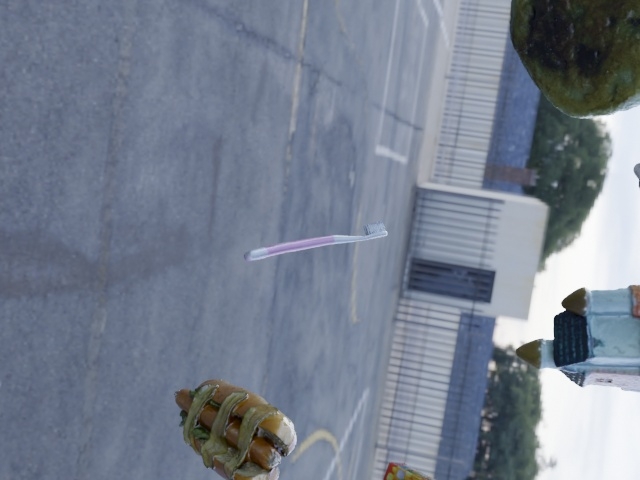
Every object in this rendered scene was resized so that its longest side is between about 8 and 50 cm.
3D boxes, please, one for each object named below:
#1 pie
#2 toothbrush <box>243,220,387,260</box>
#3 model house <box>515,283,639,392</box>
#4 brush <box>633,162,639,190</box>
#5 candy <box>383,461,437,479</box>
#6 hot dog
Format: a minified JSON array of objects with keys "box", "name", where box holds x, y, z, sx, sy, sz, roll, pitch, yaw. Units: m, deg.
[{"box":[0.428,-0.352,1.297,0.070,0.323,0.323,-18,122,-43],"name":"pie"},{"box":[0.000,0.000,1.202,0.286,0.020,0.025,-11,81,-44],"name":"toothbrush"},{"box":[0.520,0.184,1.556,0.253,0.291,0.184,65,24,-66],"name":"model house"},{"box":[0.419,-0.083,1.036,0.299,0.039,0.042,-32,105,-69],"name":"brush"},{"box":[0.178,0.435,1.441,0.062,0.122,0.038,24,87,-53],"name":"candy"},{"box":[-0.118,0.241,1.048,0.072,0.269,0.109,33,79,-33],"name":"hot dog"}]
